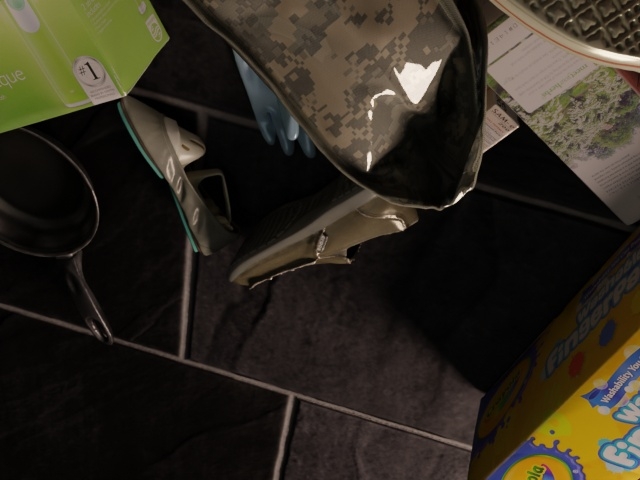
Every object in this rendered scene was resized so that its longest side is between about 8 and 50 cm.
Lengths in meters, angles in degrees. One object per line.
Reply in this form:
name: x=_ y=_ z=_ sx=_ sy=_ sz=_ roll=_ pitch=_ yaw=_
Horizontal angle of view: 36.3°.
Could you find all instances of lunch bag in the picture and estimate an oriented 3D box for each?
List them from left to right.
lunch bag: x=0.024 y=-0.182 z=0.762 sx=0.169 sy=0.235 sz=0.287 roll=-35 pitch=120 yaw=15

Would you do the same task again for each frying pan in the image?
frying pan: x=-0.307 y=-0.020 z=1.169 sx=0.197 sy=0.053 sz=0.326 roll=-28 pitch=118 yaw=35

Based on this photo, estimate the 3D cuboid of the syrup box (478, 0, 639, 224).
syrup box: x=0.237 y=-0.133 z=0.854 sx=0.237 sy=0.096 sz=0.093 roll=41 pitch=132 yaw=-17

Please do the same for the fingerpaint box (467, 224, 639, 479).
fingerpaint box: x=0.421 y=0.182 z=1.014 sx=0.371 sy=0.163 sz=0.445 roll=26 pitch=132 yaw=-5

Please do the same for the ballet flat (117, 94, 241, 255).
ballet flat: x=-0.146 y=-0.078 z=1.065 sx=0.068 sy=0.072 sz=0.213 roll=-23 pitch=123 yaw=2

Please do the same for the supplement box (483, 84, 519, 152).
supplement box: x=0.138 y=-0.108 z=0.924 sx=0.036 sy=0.062 sz=0.098 roll=36 pitch=125 yaw=-24

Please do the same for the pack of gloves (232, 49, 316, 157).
pack of gloves: x=0.001 y=-0.170 z=0.939 sx=0.195 sy=0.046 sz=0.232 roll=-4 pitch=128 yaw=23

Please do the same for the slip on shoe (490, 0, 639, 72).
slip on shoe: x=0.236 y=-0.186 z=0.748 sx=0.331 sy=0.101 sz=0.123 roll=14 pitch=95 yaw=-23

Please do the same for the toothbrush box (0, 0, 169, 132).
toothbrush box: x=-0.309 y=-0.258 z=0.920 sx=0.206 sy=0.122 sz=0.283 roll=-10 pitch=124 yaw=25

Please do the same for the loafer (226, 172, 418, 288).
loafer: x=0.000 y=0.000 z=1.051 sx=0.251 sy=0.094 sz=0.087 roll=-28 pitch=112 yaw=35
